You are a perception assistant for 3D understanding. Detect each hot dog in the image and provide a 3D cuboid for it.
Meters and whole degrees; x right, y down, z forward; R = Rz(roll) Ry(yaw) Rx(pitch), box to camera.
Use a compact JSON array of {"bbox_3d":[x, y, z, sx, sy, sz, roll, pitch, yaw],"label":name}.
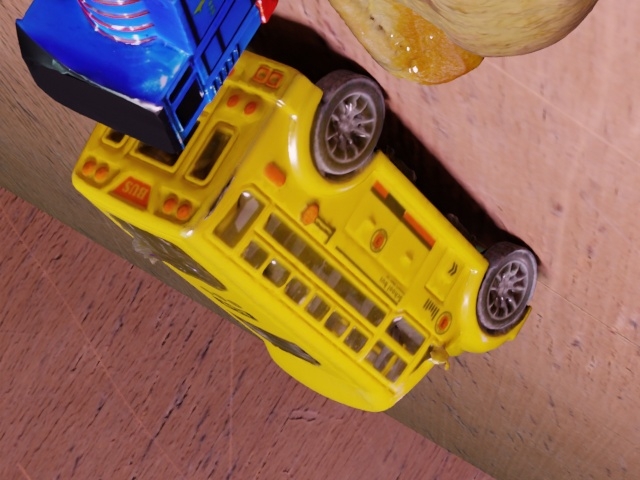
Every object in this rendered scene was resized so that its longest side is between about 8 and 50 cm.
[{"bbox_3d":[0.024,-0.123,0.738,0.066,0.047,0.216,-9,159,13],"label":"hot dog"}]

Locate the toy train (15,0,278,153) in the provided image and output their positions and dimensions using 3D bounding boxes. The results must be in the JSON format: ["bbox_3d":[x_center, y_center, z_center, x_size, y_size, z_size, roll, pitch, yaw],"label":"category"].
[{"bbox_3d":[-0.071,-0.124,0.777,0.082,0.131,0.204,31,171,8],"label":"toy train"}]

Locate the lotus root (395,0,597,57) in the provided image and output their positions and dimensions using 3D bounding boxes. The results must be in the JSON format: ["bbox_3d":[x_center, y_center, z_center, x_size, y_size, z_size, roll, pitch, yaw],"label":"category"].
[{"bbox_3d":[0.044,-0.118,0.558,0.110,0.097,0.258,33,179,10],"label":"lotus root"}]

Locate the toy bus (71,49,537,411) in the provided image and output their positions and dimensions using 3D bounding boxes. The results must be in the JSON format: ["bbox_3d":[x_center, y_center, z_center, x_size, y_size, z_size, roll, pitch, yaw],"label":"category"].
[{"bbox_3d":[0.000,0.000,1.155,0.144,0.152,0.330,23,167,39],"label":"toy bus"}]
